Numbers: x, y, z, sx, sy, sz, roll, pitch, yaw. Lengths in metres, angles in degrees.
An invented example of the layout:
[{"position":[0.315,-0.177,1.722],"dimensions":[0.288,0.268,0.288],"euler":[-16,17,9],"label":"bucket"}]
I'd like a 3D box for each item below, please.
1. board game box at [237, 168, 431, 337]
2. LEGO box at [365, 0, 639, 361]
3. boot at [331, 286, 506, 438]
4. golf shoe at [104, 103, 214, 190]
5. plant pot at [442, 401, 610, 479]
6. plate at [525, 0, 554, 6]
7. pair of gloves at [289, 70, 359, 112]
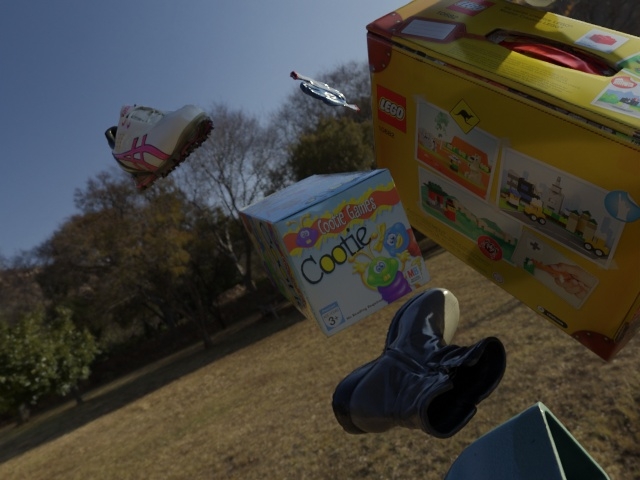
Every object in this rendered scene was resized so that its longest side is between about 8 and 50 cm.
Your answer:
[{"position":[0.000,0.000,0.655],"dimensions":[0.144,0.142,0.275],"euler":[-26,13,-12],"label":"board game box"},{"position":[0.312,-0.119,0.752],"dimensions":[0.193,0.500,0.373],"euler":[-34,-38,-20],"label":"LEGO box"},{"position":[0.190,0.175,0.748],"dimensions":[0.222,0.118,0.338],"euler":[-26,14,50],"label":"boot"},{"position":[-0.185,-0.111,0.531],"dimensions":[0.186,0.086,0.067],"euler":[-13,34,49],"label":"golf shoe"},{"position":[0.335,0.471,0.795],"dimensions":[0.252,0.247,0.248],"euler":[-36,20,26],"label":"plant pot"},{"position":[0.265,-0.458,0.690],"dimensions":[0.045,0.277,0.278],"euler":[-23,14,24],"label":"plate"},{"position":[0.009,-0.356,1.189],"dimensions":[0.023,0.159,0.198],"euler":[-62,27,24],"label":"pair of gloves"}]
